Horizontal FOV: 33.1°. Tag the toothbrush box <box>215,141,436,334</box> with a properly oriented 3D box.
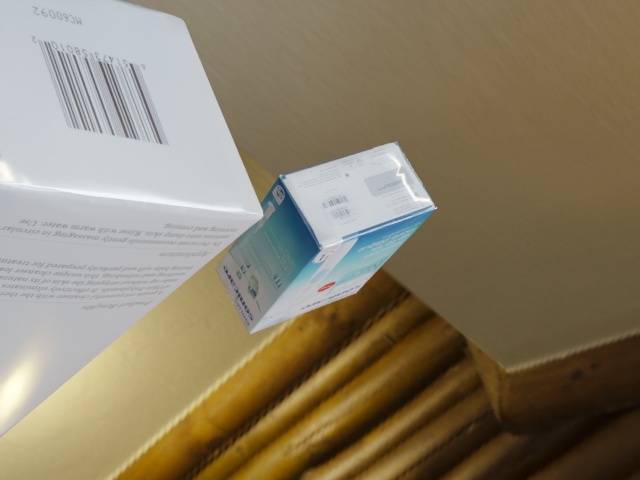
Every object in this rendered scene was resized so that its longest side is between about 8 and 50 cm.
[{"bbox_3d":[0.000,0.000,1.609,0.126,0.216,0.295,61,-35,14],"label":"toothbrush box"}]

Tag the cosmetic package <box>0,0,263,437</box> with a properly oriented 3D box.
[{"bbox_3d":[-0.236,0.017,0.647,0.365,0.197,0.155,-36,-115,30],"label":"cosmetic package"}]
